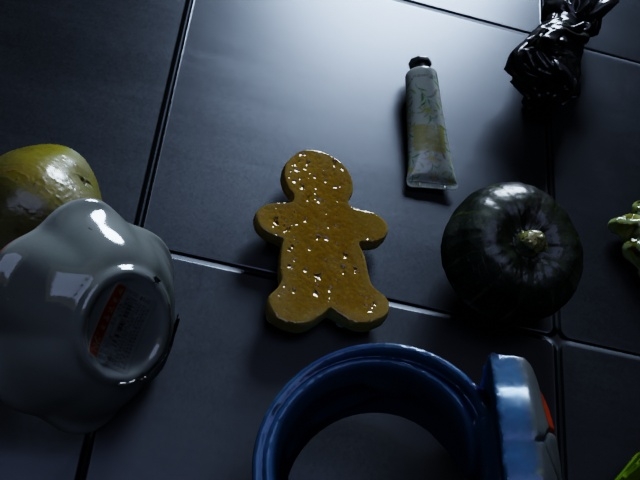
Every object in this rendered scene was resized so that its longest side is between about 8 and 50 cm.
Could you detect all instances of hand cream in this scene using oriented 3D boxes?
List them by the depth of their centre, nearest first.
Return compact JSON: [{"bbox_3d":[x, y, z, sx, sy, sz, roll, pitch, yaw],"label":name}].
[{"bbox_3d":[0.135,-0.150,1.405,0.067,0.042,0.194,6,60,-16],"label":"hand cream"}]

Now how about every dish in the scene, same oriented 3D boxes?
[{"bbox_3d":[-0.202,0.076,1.038,0.081,0.229,0.229,8,39,43],"label":"dish"}]

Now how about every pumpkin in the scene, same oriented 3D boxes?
[{"bbox_3d":[0.222,0.013,1.269,0.167,0.125,0.167,16,48,-19],"label":"pumpkin"}]

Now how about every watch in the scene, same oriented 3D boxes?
[{"bbox_3d":[0.078,0.261,1.016,0.275,0.241,0.305,0,58,2],"label":"watch"}]

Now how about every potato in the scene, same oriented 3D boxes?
[{"bbox_3d":[-0.292,-0.024,1.122,0.157,0.157,0.194,1,33,-17],"label":"potato"}]

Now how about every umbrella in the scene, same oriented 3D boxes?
[{"bbox_3d":[0.342,-0.295,1.518,0.110,0.122,0.272,30,53,4],"label":"umbrella"}]

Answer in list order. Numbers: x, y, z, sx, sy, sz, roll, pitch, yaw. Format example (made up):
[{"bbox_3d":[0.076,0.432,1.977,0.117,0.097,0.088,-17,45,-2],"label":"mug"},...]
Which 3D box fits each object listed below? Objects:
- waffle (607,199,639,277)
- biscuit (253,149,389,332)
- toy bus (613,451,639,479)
[{"bbox_3d":[0.488,0.014,1.397,0.208,0.054,0.214,-24,69,-26],"label":"waffle"},{"bbox_3d":[-0.001,0.001,1.261,0.158,0.035,0.240,7,56,-16],"label":"biscuit"},{"bbox_3d":[0.445,0.314,1.111,0.302,0.139,0.113,43,35,16],"label":"toy bus"}]
